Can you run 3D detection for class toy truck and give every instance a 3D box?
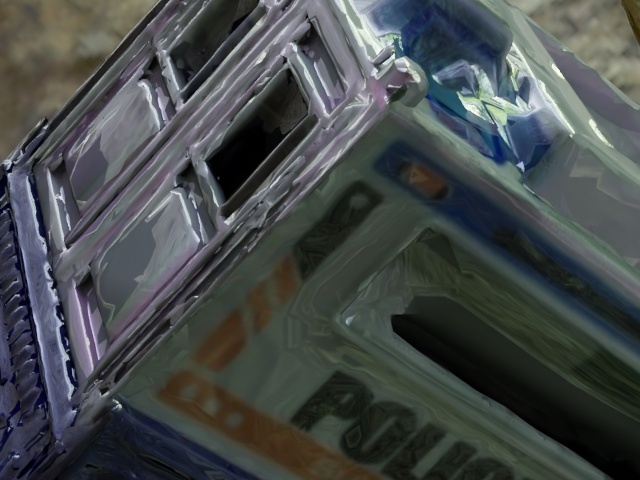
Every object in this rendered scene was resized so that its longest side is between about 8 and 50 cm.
[{"bbox_3d":[0.054,0.054,0.447,0.155,0.268,0.124,-47,-147,17],"label":"toy truck"}]

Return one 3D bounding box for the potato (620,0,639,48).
[{"bbox_3d":[0.198,-0.119,0.777,0.173,0.300,0.140,-3,-137,36],"label":"potato"}]
